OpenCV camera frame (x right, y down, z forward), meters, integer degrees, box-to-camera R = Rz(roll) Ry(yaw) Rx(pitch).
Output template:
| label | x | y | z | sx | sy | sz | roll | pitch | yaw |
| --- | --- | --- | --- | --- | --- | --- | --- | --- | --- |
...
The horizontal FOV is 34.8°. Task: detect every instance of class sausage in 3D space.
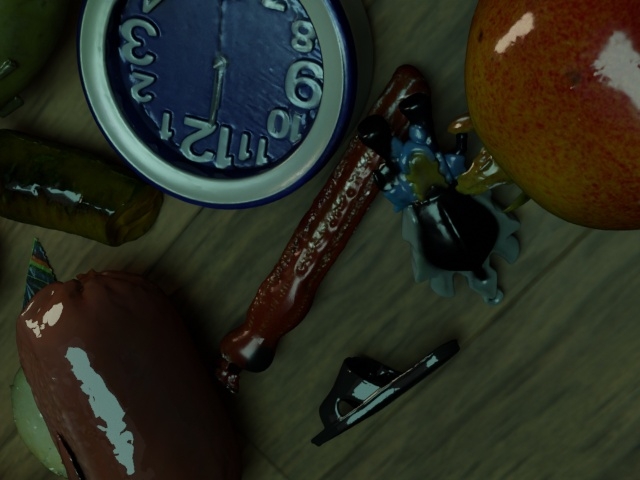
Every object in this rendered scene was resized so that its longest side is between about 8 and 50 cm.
| label | x | y | z | sx | sy | sz | roll | pitch | yaw |
| --- | --- | --- | --- | --- | --- | --- | --- | --- | --- |
| sausage | -0.163 | 0.157 | 0.899 | 0.152 | 0.152 | 0.280 | -19 | 97 | 22 |

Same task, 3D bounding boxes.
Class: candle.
| label | x | y | z | sx | sy | sz | roll | pitch | yaw |
| --- | --- | --- | --- | --- | --- | --- | --- | --- | --- |
| candle | 0.000 | 0.000 | 0.856 | 0.051 | 0.048 | 0.329 | 38 | 114 | 13 |

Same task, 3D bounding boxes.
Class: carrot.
| label | x | y | z | sx | sy | sz | roll | pitch | yaw |
| --- | --- | --- | --- | --- | --- | --- | --- | --- | --- |
| carrot | -0.231 | -0.046 | 0.900 | 0.173 | 0.082 | 0.082 | 20 | 111 | 12 |

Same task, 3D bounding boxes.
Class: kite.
| label | x | y | z | sx | sy | sz | roll | pitch | yaw |
| --- | --- | --- | --- | --- | --- | --- | --- | --- | --- |
| kite | -0.258 | 0.057 | 0.981 | 0.090 | 0.004 | 0.122 | -21 | 99 | 23 |

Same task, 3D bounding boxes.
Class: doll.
| label | x | y | z | sx | sy | sz | roll | pitch | yaw |
| --- | --- | --- | --- | --- | --- | --- | --- | --- | --- |
| doll | 0.099 | -0.021 | 0.799 | 0.096 | 0.070 | 0.195 | -29 | 115 | 6 |

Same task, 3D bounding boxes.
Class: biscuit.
| label | x | y | z | sx | sy | sz | roll | pitch | yaw |
| --- | --- | --- | --- | --- | --- | --- | --- | --- | --- |
| biscuit | -0.241 | 0.173 | 1.002 | 0.152 | 0.020 | 0.152 | 5 | 107 | 16 |

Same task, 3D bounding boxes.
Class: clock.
| label | x | y | z | sx | sy | sz | roll | pitch | yaw |
| --- | --- | --- | --- | --- | --- | --- | --- | --- | --- |
| clock | -0.076 | -0.144 | 0.812 | 0.230 | 0.083 | 0.230 | 7 | 115 | 14 |

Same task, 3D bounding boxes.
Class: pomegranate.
| label | x | y | z | sx | sy | sz | roll | pitch | yaw |
| --- | --- | --- | --- | --- | --- | --- | --- | --- | --- |
| pomegranate | 0.189 | -0.107 | 0.674 | 0.221 | 0.221 | 0.256 | 50 | 130 | -1 |

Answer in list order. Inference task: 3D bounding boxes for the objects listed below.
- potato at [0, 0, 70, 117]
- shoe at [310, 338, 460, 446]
| label | x | y | z | sx | sy | sz | roll | pitch | yaw |
| --- | --- | --- | --- | --- | --- | --- | --- | --- | --- |
| potato | -0.308 | -0.191 | 0.844 | 0.197 | 0.148 | 0.228 | 29 | 112 | 22 |
| shoe | 0.047 | 0.116 | 0.873 | 0.159 | 0.062 | 0.053 | -37 | 80 | 24 |
